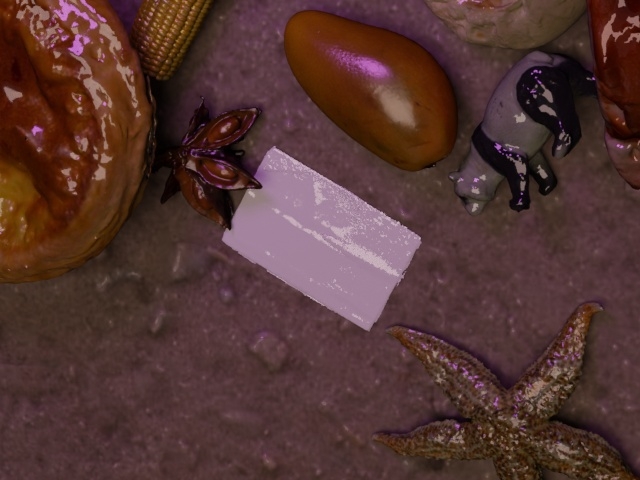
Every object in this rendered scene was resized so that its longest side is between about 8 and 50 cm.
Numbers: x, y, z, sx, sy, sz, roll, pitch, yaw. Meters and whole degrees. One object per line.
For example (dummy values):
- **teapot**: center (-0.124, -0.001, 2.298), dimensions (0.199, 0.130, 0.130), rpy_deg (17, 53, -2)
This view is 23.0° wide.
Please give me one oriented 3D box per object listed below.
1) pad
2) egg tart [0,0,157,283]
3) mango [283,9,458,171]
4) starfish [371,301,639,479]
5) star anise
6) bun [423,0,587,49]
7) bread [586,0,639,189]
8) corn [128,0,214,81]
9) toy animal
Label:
- **pad**: center (0.000, 0.000, 2.001), dimensions (0.232, 0.004, 0.156), rpy_deg (32, 113, 6)
- **egg tart**: center (-0.391, -0.167, 1.974), dimensions (0.443, 0.178, 0.443), rpy_deg (6, 107, 19)
- **mango**: center (0.062, -0.190, 1.867), dimensions (0.253, 0.113, 0.138), rpy_deg (40, 118, 10)
- **starfish**: center (0.231, 0.246, 1.972), dimensions (0.357, 0.078, 0.347), rpy_deg (-20, 102, 22)
- **star anise**: center (-0.145, -0.088, 1.993), dimensions (0.212, 0.053, 0.157), rpy_deg (-36, 92, 21)
- **bun**: center (0.203, -0.310, 1.774), dimensions (0.222, 0.127, 0.222), rpy_deg (4, 109, 13)
- **bread**: center (0.346, -0.236, 1.654), dimensions (0.114, 0.328, 0.295), rpy_deg (-4, 65, 17)
- **corn**: center (-0.165, -0.310, 1.916), dimensions (0.081, 0.081, 0.248), rpy_deg (33, 113, 5)
- **toy animal**: center (0.237, -0.119, 1.843), dimensions (0.121, 0.094, 0.225), rpy_deg (40, 123, 13)
